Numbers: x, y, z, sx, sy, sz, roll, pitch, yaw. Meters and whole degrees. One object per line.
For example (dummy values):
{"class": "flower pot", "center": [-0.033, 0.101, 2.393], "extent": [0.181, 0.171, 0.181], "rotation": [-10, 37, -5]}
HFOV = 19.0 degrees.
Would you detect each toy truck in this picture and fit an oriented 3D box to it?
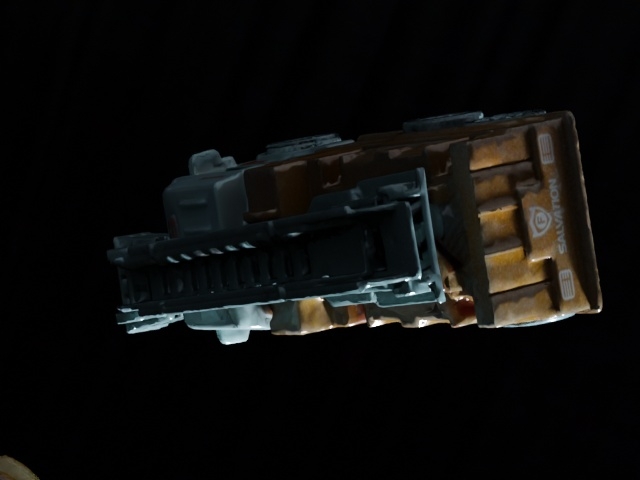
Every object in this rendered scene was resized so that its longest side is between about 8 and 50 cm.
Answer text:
{"class": "toy truck", "center": [0.000, 0.000, 1.211], "extent": [0.184, 0.133, 0.338], "rotation": [-13, -174, -38]}

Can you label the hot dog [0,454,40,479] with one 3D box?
{"class": "hot dog", "center": [-0.308, 0.270, 1.323], "extent": [0.158, 0.349, 0.117], "rotation": [20, -156, -17]}
